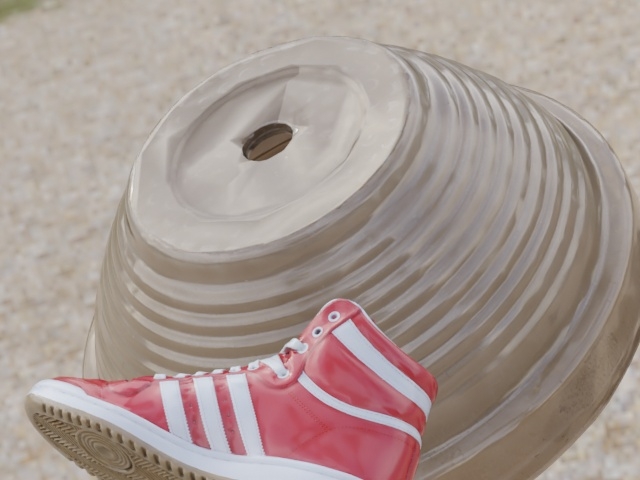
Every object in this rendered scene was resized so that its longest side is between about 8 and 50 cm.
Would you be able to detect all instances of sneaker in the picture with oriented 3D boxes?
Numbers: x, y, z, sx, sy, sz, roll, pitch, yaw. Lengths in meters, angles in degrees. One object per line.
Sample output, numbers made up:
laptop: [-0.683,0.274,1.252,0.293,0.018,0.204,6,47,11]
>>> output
sneaker: [-0.024,0.046,0.525,0.118,0.042,0.067,15,60,19]

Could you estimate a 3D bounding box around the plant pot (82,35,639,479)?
plant pot: [0.000,0.000,0.698,0.237,0.110,0.237,-17,42,16]
